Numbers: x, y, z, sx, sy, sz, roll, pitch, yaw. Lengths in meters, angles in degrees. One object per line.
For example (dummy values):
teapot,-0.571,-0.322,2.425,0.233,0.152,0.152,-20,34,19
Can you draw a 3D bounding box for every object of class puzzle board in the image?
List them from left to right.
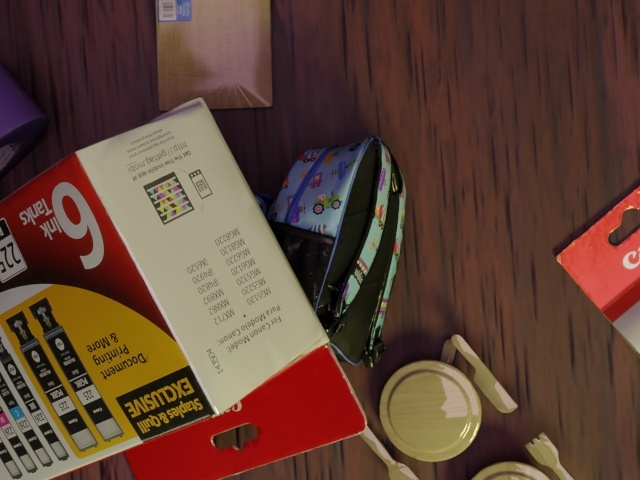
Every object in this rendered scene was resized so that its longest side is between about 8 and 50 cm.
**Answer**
puzzle board,-0.089,-0.174,1.319,0.096,0.011,0.128,-2,92,4

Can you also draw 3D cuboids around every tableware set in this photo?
tableware set,0.129,0.181,1.313,0.128,0.039,0.194,-39,85,15

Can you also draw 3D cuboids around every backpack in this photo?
backpack,0.000,0.000,1.255,0.116,0.158,0.173,11,79,20

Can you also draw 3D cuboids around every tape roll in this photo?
tape roll,-0.311,-0.067,1.244,0.189,0.189,0.080,-40,91,4

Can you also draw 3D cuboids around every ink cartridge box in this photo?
ink cartridge box,-0.152,0.082,1.189,0.309,0.130,0.272,-27,92,47
ink cartridge box,0.307,0.037,1.296,0.145,0.045,0.179,-40,93,3
